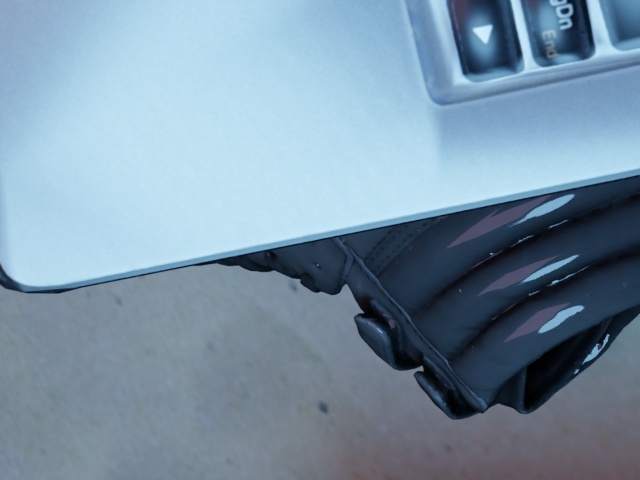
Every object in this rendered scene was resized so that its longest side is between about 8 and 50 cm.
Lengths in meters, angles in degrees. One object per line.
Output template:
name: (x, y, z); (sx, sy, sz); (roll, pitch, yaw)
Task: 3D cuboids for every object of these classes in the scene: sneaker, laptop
sneaker: (0.000, 0.000, 0.587); (0.296, 0.105, 0.146); (-24, 86, 39)
laptop: (0.073, -0.157, 0.203); (0.408, 0.236, 0.382); (-11, 111, 9)
